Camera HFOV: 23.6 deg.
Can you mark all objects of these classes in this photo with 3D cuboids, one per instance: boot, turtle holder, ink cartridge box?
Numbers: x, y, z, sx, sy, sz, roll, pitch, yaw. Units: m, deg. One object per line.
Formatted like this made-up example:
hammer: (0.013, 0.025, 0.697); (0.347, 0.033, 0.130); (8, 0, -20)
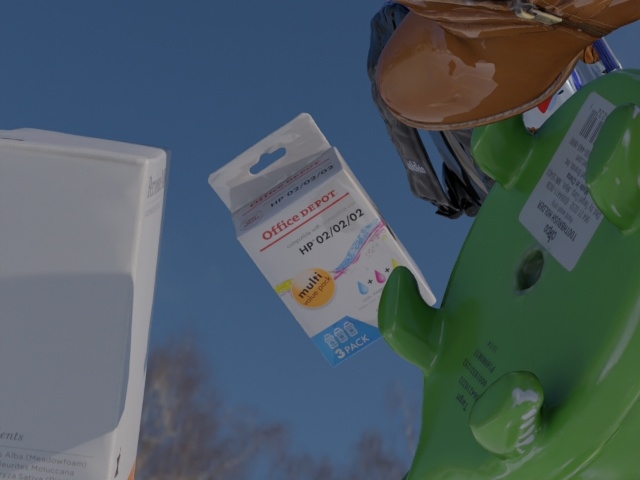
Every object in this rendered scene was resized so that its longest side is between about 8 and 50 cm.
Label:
boot: (0.064, -0.096, 0.597); (0.197, 0.073, 0.152); (-29, -9, 37)
turtle holder: (0.176, 0.075, 0.865); (0.227, 0.320, 0.243); (23, -16, -20)
ink cartridge box: (0.000, 0.000, 1.243); (0.104, 0.061, 0.181); (-34, -68, 6)

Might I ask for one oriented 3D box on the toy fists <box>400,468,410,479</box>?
toy fists: (0.193, 0.268, 1.656); (0.096, 0.142, 0.279); (26, -64, -37)

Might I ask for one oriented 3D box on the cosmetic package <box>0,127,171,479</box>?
cosmetic package: (-0.249, 0.132, 1.412); (0.161, 0.453, 0.230); (7, 6, -1)

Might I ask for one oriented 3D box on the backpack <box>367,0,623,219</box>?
backpack: (0.176, -0.156, 1.521); (0.263, 0.213, 0.276); (53, -10, -14)
